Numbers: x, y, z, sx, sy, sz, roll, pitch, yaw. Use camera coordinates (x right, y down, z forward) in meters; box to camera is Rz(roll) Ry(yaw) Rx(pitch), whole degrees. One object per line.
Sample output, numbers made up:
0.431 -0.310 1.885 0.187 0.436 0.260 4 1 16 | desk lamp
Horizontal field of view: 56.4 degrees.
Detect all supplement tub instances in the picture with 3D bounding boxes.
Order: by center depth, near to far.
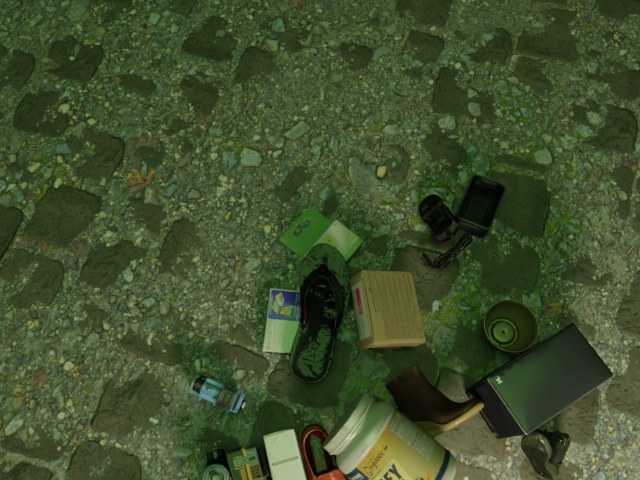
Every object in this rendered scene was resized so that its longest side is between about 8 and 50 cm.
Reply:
0.187 0.592 1.647 0.316 0.228 0.228 38 74 6 | supplement tub

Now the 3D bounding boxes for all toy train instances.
-0.219 0.739 1.677 0.190 0.142 0.333 -13 69 -13 | toy train
-0.312 0.460 1.799 0.184 0.105 0.080 21 71 10 | toy train

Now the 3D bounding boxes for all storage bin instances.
0.533 -0.116 2.009 0.122 0.084 0.180 23 70 11 | storage bin

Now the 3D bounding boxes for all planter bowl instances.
0.575 0.275 1.841 0.162 0.109 0.162 -1 68 2 | planter bowl

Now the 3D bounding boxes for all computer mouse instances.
0.390 -0.020 1.981 0.184 0.060 0.262 -49 45 18 | computer mouse

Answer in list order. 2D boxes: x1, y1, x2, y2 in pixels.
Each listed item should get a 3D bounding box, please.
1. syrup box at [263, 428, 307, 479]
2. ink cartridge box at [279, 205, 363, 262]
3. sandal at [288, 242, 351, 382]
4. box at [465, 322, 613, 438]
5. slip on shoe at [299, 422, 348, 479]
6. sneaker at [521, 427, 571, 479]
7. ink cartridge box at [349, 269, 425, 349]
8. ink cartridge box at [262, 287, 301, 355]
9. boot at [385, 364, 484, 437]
-0.091 0.672 1.715 0.096 0.093 0.236 -14 69 -4 | syrup box
0.000 0.000 1.997 0.235 0.056 0.171 38 75 13 | ink cartridge box
0.005 0.213 1.839 0.168 0.107 0.445 7 71 1 | sandal
0.604 0.408 1.690 0.296 0.294 0.182 -30 71 -9 | box
0.024 0.685 1.704 0.123 0.101 0.331 -19 71 -7 | slip on shoe
0.637 0.568 1.683 0.087 0.227 0.130 8 52 43 | sneaker
0.206 0.214 1.849 0.193 0.088 0.234 4 66 -27 | ink cartridge box
-0.070 0.264 1.899 0.208 0.045 0.206 5 70 2 | ink cartridge box
0.328 0.458 1.750 0.248 0.090 0.206 -35 65 20 | boot
